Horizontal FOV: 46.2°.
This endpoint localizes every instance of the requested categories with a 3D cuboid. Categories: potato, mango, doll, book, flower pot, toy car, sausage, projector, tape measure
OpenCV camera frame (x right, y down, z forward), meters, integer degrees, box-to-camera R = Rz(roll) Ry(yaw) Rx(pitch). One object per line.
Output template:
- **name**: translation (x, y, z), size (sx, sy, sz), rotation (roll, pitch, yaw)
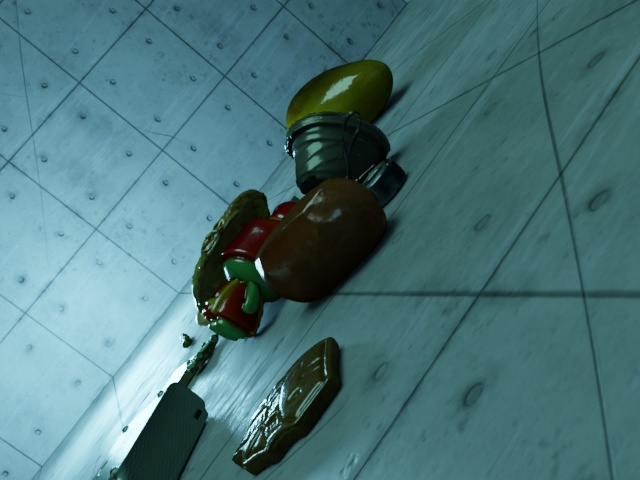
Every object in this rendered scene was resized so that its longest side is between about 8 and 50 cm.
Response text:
- **potato**: translation (-0.324, 0.208, 2.145), size (0.068, 0.062, 0.083), rotation (-19, 53, 17)
- **mango**: translation (0.067, -0.411, 2.258), size (0.445, 0.220, 0.301), rotation (-19, 25, 53)
- **doll**: translation (-0.123, 0.042, 1.609), size (0.363, 0.160, 0.182), rotation (-55, 8, -23)
- **book**: translation (-0.384, 0.398, 1.845), size (0.161, 0.026, 0.231), rotation (-38, 16, 52)
- **flower pot**: translation (0.029, -0.163, 1.621), size (0.235, 0.235, 0.141), rotation (-34, 41, 57)
- **toy car**: translation (-0.284, 0.273, 1.831), size (0.059, 0.035, 0.122), rotation (-41, 6, 42)
- **sausage**: translation (-0.001, -0.001, 1.303), size (0.268, 0.141, 0.153), rotation (-43, 13, 33)
- **projector**: translation (-0.330, 0.405, 1.371), size (0.198, 0.108, 0.250), rotation (-45, 12, 32)
- **tape measure**: translation (0.082, -0.152, 1.420), size (0.104, 0.180, 0.107), rotation (-35, 8, -7)

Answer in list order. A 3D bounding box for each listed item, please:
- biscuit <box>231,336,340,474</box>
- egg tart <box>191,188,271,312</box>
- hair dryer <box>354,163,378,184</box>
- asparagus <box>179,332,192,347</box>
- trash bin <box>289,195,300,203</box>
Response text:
- **biscuit**: translation (-0.053, 0.230, 1.018), size (0.215, 0.034, 0.182), rotation (-48, 10, 14)
- **egg tart**: translation (-0.188, 0.045, 1.803), size (0.341, 0.129, 0.341), rotation (-56, -13, -20)
- **hair dryer**: translation (0.043, -0.071, 1.508), size (0.219, 0.075, 0.195), rotation (-51, 2, 2)
- **asparagus**: translation (-0.410, 0.302, 2.270), size (0.165, 0.030, 0.036), rotation (174, 107, -74)
- **trash bin**: translation (-0.095, -0.082, 2.235), size (0.092, 0.043, 0.061), rotation (-42, 14, 44)
